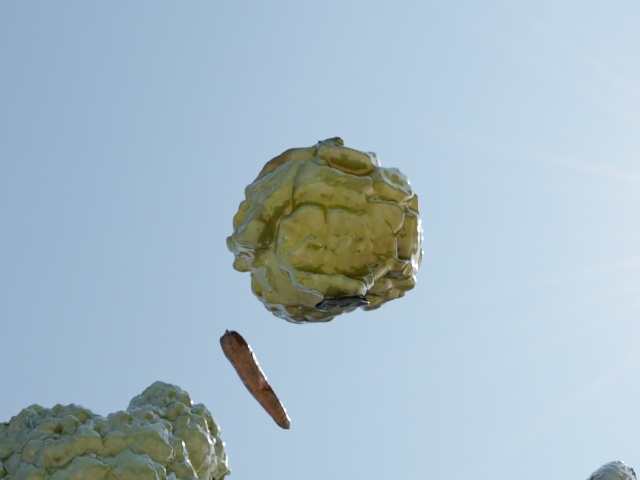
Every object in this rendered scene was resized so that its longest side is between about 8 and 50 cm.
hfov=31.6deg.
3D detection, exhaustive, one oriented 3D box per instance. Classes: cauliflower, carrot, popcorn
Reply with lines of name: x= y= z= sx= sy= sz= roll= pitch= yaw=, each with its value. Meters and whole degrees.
cauliflower: x=-0.174 y=0.281 z=0.982 sx=0.327 sy=0.261 sz=0.281 roll=-63 pitch=-27 yaw=-30
carrot: x=-0.086 y=0.189 z=1.515 sx=0.036 sy=0.036 sz=0.165 roll=-32 pitch=-77 yaw=-9
popcorn: x=-0.001 y=-0.009 z=1.523 sx=0.293 sy=0.293 sz=0.237 roll=-5 pitch=-99 yaw=-25

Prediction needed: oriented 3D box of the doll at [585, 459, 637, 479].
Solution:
doll: x=0.178 y=0.283 z=0.860 sx=0.149 sy=0.278 sz=0.175 roll=3 pitch=-63 yaw=18
